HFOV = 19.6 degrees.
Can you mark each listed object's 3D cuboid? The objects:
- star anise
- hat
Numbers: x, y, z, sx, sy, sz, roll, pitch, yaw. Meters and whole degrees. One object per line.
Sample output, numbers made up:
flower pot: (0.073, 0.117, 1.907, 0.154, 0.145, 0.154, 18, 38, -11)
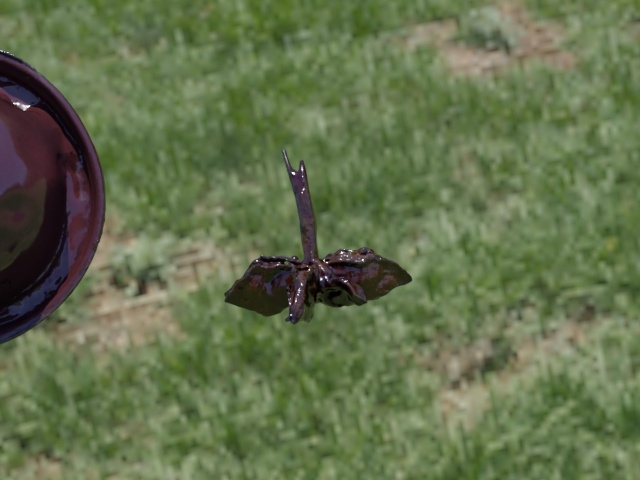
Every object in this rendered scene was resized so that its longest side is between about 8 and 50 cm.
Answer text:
star anise: (-0.009, -0.001, 1.688, 0.158, 0.144, 0.140, -15, 17, -34)
hat: (-0.237, -0.030, 1.175, 0.205, 0.205, 0.089, -11, -9, 2)
